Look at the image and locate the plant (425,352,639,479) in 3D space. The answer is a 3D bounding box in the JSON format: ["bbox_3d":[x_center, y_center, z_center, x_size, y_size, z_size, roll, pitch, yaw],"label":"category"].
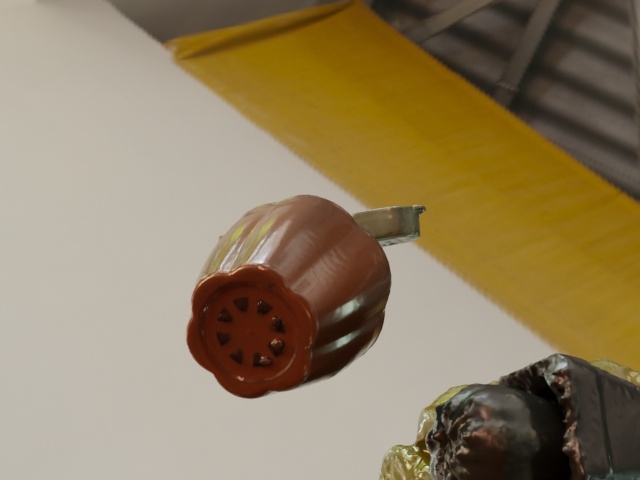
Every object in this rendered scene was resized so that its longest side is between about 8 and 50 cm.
[{"bbox_3d":[0.224,0.192,1.140,0.164,0.256,0.142,139,-49,-57],"label":"plant"}]

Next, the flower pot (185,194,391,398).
[{"bbox_3d":[-0.042,0.062,1.146,0.190,0.173,0.191,4,-77,18],"label":"flower pot"}]

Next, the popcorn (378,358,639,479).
[{"bbox_3d":[0.246,0.296,1.435,0.292,0.334,0.294,-21,-89,47],"label":"popcorn"}]

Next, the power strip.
[{"bbox_3d":[0.000,-0.003,1.554,0.286,0.080,0.048,-11,-99,14],"label":"power strip"}]
